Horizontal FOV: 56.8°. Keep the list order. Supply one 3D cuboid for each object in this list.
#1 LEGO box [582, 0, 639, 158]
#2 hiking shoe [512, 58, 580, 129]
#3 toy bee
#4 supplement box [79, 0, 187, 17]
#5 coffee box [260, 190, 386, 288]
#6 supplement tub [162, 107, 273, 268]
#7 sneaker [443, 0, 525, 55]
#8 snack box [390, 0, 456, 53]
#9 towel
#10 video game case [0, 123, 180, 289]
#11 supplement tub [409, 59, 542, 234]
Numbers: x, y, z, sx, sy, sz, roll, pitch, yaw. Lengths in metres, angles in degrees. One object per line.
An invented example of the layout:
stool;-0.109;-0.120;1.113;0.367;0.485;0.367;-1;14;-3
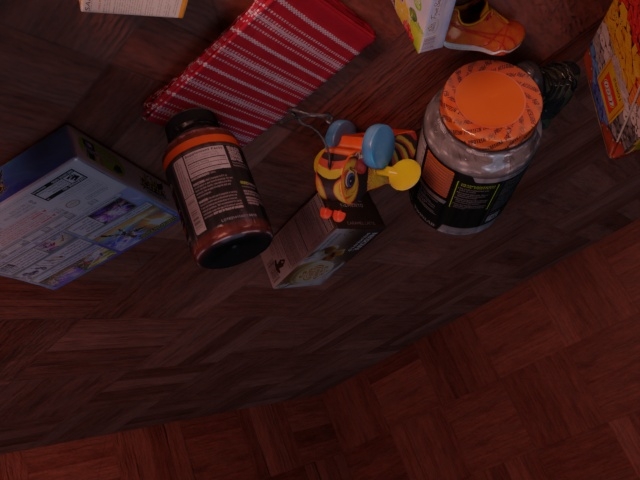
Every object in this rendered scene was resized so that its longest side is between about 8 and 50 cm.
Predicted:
LEGO box;0.656;-0.287;0.765;0.499;0.193;0.372;-13;173;12
hiking shoe;0.395;-0.283;1.045;0.114;0.086;0.227;-47;156;15
toy bee;0.043;-0.115;0.954;0.298;0.162;0.195;2;-168;-31
supplement box;-0.182;-0.250;0.564;0.098;0.062;0.036;-9;155;-32
coffee box;0.000;0.000;1.251;0.141;0.098;0.246;-2;150;-42
supplement tub;-0.138;-0.070;0.758;0.106;0.198;0.106;-20;160;-7
sneaker;0.237;-0.306;0.842;0.175;0.064;0.067;-11;145;-34
snack box;0.120;-0.303;0.682;0.037;0.100;0.141;-18;158;-10
towel;-0.077;-0.221;0.773;0.274;0.031;0.198;-33;158;27
video game case;-0.380;-0.032;0.865;0.269;0.061;0.244;-27;156;11
supplement tub;0.265;-0.153;1.037;0.193;0.194;0.316;-20;158;-7
